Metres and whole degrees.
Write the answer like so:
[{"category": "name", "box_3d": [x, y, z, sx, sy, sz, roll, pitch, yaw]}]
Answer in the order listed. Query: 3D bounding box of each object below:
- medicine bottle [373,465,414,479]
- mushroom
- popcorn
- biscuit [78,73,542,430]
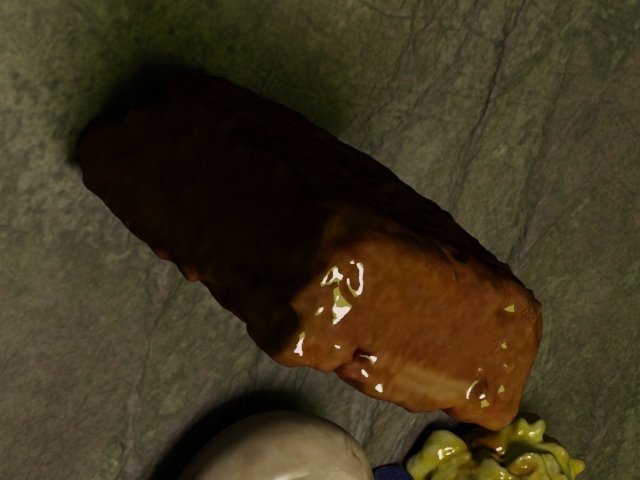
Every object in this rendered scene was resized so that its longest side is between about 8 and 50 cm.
[{"category": "medicine bottle", "box_3d": [0.072, 0.402, 2.204, 0.059, 0.059, 0.231, -11, 127, -36]}, {"category": "mushroom", "box_3d": [-0.030, 0.357, 1.900, 0.292, 0.290, 0.293, -19, 128, -27]}, {"category": "popcorn", "box_3d": [0.235, 0.324, 2.196, 0.235, 0.217, 0.181, -38, 166, -22]}, {"category": "biscuit", "box_3d": [0.000, 0.000, 1.566, 0.342, 0.395, 0.166, 19, 105, -46]}]
